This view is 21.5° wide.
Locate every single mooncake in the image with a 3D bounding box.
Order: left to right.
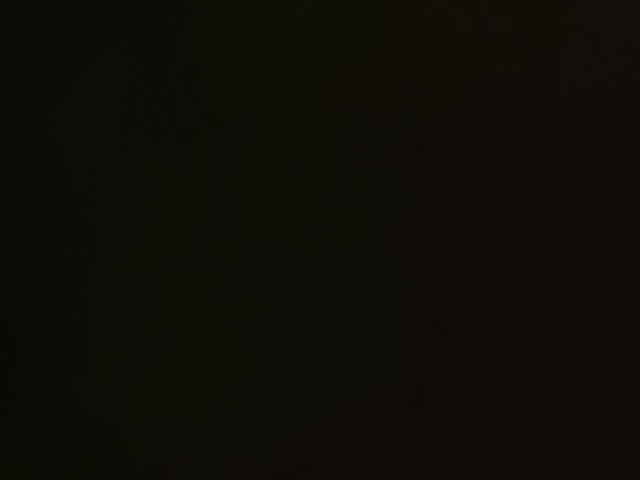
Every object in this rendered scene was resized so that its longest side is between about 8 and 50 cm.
[{"bbox_3d":[0.000,0.000,0.565,0.467,0.262,0.467,21,0,0],"label":"mooncake"}]
